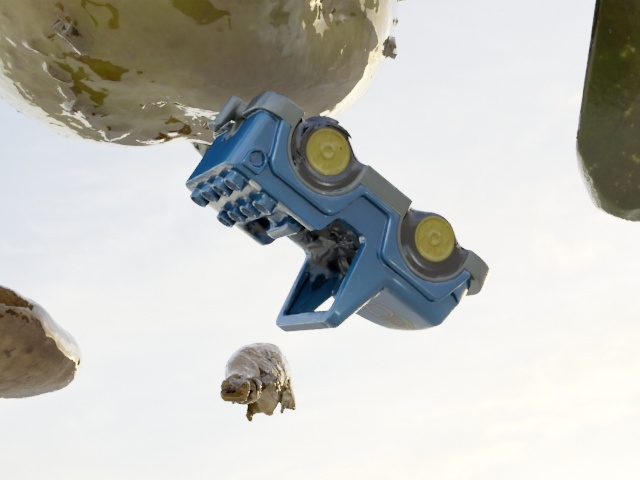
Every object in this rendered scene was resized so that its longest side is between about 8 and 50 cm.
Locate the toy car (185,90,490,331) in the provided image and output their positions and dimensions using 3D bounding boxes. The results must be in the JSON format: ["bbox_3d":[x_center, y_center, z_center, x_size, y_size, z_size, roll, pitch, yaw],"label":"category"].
[{"bbox_3d":[0.000,0.000,0.623,0.191,0.100,0.097,37,-19,-16],"label":"toy car"}]

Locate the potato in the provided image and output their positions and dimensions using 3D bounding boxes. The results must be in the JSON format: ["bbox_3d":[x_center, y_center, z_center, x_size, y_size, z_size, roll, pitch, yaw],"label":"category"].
[{"bbox_3d":[-0.110,-0.220,0.934,0.385,0.319,0.442,-54,-23,21],"label":"potato"}]

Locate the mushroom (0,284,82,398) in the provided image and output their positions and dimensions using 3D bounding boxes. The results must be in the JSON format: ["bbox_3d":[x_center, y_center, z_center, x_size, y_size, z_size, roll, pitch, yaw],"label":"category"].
[{"bbox_3d":[-0.278,0.092,0.921,0.094,0.072,0.210,-20,-32,7],"label":"mushroom"}]

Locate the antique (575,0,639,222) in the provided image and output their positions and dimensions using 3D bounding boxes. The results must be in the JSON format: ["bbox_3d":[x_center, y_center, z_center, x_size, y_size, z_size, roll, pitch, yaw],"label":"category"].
[{"bbox_3d":[0.238,-0.115,0.734,0.081,0.080,0.221,21,-51,29],"label":"antique"}]

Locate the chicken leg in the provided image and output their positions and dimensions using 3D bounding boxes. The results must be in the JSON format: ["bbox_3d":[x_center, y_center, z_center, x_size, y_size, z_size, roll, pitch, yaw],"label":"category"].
[{"bbox_3d":[-0.087,0.190,1.353,0.085,0.101,0.207,-17,0,8],"label":"chicken leg"}]
